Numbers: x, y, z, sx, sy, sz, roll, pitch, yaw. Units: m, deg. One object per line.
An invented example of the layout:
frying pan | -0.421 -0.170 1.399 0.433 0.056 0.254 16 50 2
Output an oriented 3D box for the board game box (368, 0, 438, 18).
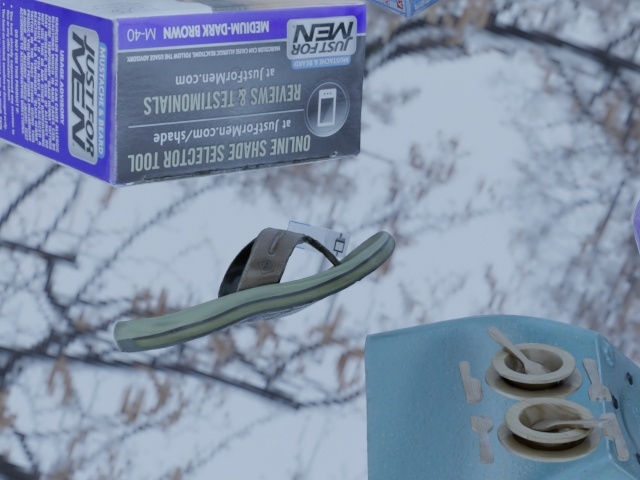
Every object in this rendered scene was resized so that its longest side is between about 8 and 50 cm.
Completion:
board game box | 0.083 -0.256 1.412 0.194 0.060 0.194 -14 -150 -15

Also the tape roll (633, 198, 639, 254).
tape roll | 0.386 -0.005 1.271 0.275 0.090 0.275 -16 -155 8

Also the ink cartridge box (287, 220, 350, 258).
ink cartridge box | 0.000 0.000 1.788 0.048 0.028 0.083 13 179 22

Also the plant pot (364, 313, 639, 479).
plant pot | 0.217 0.215 1.720 0.247 0.252 0.248 37 -138 -44

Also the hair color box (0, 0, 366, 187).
hair color box | -0.144 -0.127 1.097 0.185 0.110 0.339 -10 -159 -37

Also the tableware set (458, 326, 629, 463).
tableware set | 0.192 0.131 1.426 0.128 0.039 0.194 -1 -158 0

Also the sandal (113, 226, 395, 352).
sandal | -0.060 0.034 1.591 0.303 0.086 0.120 -16 175 -25
